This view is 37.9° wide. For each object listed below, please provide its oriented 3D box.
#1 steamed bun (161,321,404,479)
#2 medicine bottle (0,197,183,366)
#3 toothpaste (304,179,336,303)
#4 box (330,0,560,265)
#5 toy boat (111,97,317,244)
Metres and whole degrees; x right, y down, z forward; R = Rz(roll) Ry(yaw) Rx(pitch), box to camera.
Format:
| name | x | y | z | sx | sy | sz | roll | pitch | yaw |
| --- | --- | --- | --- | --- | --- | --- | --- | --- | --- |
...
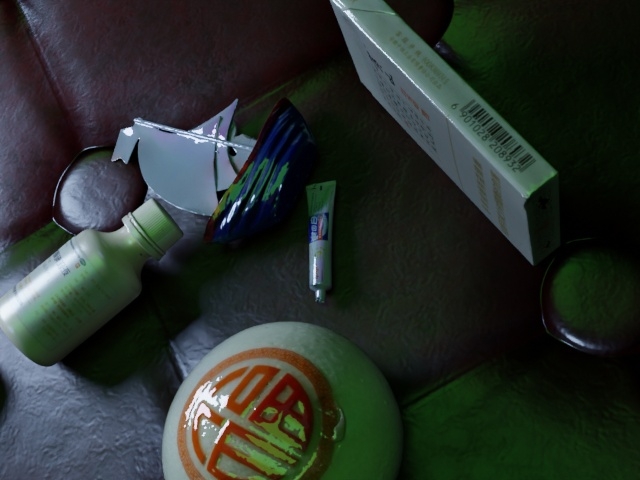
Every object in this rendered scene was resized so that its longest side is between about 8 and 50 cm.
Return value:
| name | x | y | z | sx | sy | sz | roll | pitch | yaw |
| --- | --- | --- | --- | --- | --- | --- | --- | --- | --- |
| steamed bun | -0.051 | 0.221 | 1.042 | 0.282 | 0.177 | 0.283 | -6 | 66 | 13 |
| medicine bottle | -0.295 | 0.047 | 1.219 | 0.252 | 0.114 | 0.114 | -39 | 63 | -3 |
| toothpaste | 0.000 | 0.000 | 1.205 | 0.045 | 0.028 | 0.170 | -11 | 63 | 23 |
| box | 0.150 | -0.144 | 1.125 | 0.051 | 0.205 | 0.365 | -38 | 64 | -2 |
| toy boat | -0.160 | -0.093 | 1.271 | 0.318 | 0.072 | 0.219 | -4 | 64 | 17 |
